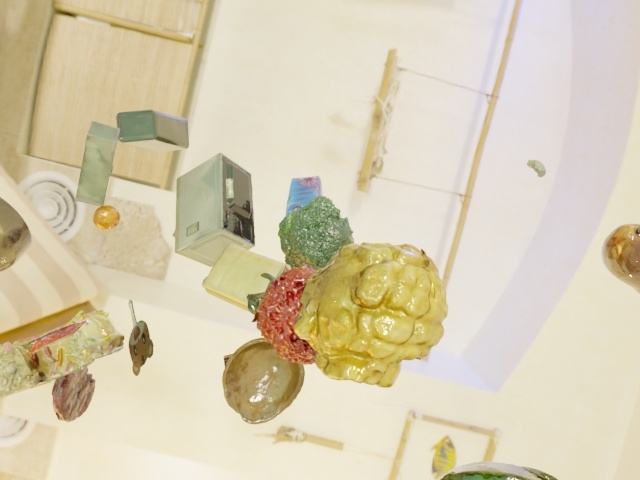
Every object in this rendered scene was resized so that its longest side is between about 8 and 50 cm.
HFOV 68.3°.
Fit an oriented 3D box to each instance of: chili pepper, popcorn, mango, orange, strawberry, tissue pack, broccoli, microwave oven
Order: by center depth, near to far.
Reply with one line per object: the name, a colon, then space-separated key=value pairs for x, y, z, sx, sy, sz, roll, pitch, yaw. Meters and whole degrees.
popcorn: x=0.072 y=0.108 z=0.718 sx=0.250 sy=0.190 sz=0.250 roll=-49 pitch=-169 yaw=13
strawberry: x=-0.014 y=0.150 z=0.895 sx=0.106 sy=0.286 sz=0.188 roll=45 pitch=65 yaw=-85
chili pepper: x=-0.586 y=0.212 z=1.046 sx=0.027 sy=0.045 sz=0.178 roll=63 pitch=15 yaw=-1
mango: x=0.758 y=0.048 z=1.129 sx=0.133 sy=0.267 sz=0.111 roll=-27 pitch=-144 yaw=34
broccoli: x=0.000 y=0.000 z=1.489 sx=0.245 sy=0.265 sz=0.295 roll=-34 pitch=138 yaw=-63
orange: x=-0.687 y=-0.072 z=1.519 sx=0.083 sy=0.083 sz=0.084 roll=14 pitch=90 yaw=-90
microwave oven: x=-0.407 y=-0.112 z=1.871 sx=0.218 sy=0.286 sz=0.355 roll=33 pitch=41 yaw=-50
tissue pack: x=-0.061 y=-0.107 z=1.912 sx=0.263 sy=0.146 sz=0.198 roll=-89 pitch=174 yaw=-47

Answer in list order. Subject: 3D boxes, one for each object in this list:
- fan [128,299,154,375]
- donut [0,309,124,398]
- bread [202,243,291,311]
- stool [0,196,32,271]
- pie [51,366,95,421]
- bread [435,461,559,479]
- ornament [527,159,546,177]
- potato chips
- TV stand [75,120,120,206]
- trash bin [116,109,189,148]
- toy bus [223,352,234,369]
fan: x=-0.548 y=0.275 z=1.408 sx=0.152 sy=0.008 sz=0.227 roll=-48 pitch=-126 yaw=31
donut: x=-0.748 y=0.315 z=1.343 sx=0.307 sy=0.371 sz=0.150 roll=121 pitch=-53 yaw=-81
bread: x=-0.173 y=0.089 z=1.095 sx=0.140 sy=0.178 sz=0.060 roll=-65 pitch=152 yaw=-17
stool: x=-0.663 y=0.044 z=0.806 sx=0.264 sy=0.179 sz=0.179 roll=-72 pitch=177 yaw=-48
pie: x=-0.830 y=0.499 z=1.592 sx=0.204 sy=0.054 sz=0.219 roll=-83 pitch=177 yaw=-67
bread: x=0.323 y=0.601 z=0.836 sx=0.129 sy=0.366 sz=0.382 roll=24 pitch=76 yaw=-62
ornament: x=0.790 y=-0.266 z=1.720 sx=0.041 sy=0.068 sz=0.092 roll=-48 pitch=180 yaw=25
potato chips: x=-0.135 y=0.330 z=1.131 sx=0.062 sy=0.195 sz=0.208 roll=-119 pitch=-150 yaw=-84
TV stand: x=-0.697 y=-0.235 z=1.480 sx=0.269 sy=0.088 sz=0.083 roll=-55 pitch=-149 yaw=38
trash bin: x=-0.606 y=-0.400 z=1.726 sx=0.240 sy=0.164 sz=0.122 roll=-31 pitch=117 yaw=-81
toy bus: x=-0.235 y=0.432 z=1.670 sx=0.098 sy=0.200 sz=0.114 roll=20 pitch=55 yaw=-61
